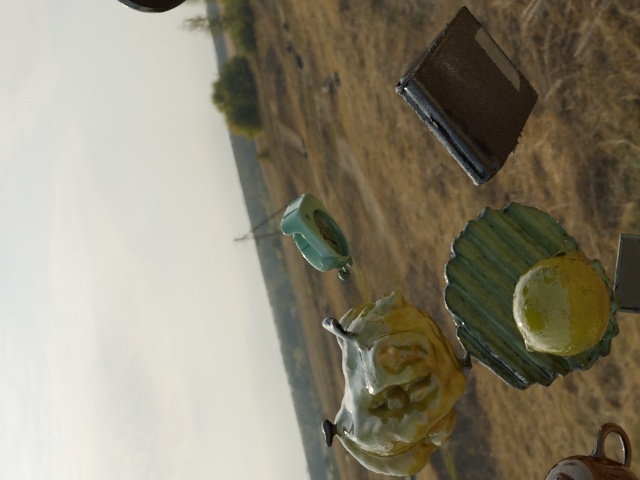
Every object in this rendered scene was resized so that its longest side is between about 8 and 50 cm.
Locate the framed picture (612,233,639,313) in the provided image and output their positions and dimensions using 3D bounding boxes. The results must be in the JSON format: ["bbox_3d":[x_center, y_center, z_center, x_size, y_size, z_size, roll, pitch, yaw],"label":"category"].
[{"bbox_3d":[0.884,0.094,1.946,0.019,0.281,0.208,-20,-63,-81],"label":"framed picture"}]

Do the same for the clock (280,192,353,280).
[{"bbox_3d":[0.001,0.000,1.604,0.188,0.060,0.148,51,-159,-12],"label":"clock"}]

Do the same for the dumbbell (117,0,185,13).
[{"bbox_3d":[-0.363,-0.554,1.451,0.322,0.204,0.203,41,150,49],"label":"dumbbell"}]

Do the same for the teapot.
[{"bbox_3d":[0.290,0.276,0.837,0.173,0.116,0.116,-59,-14,-19],"label":"teapot"}]

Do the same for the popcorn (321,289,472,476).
[{"bbox_3d":[0.142,0.242,1.398,0.316,0.281,0.297,95,164,-48],"label":"popcorn"}]

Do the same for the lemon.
[{"bbox_3d":[0.445,0.117,1.431,0.173,0.174,0.206,-125,44,-82],"label":"lemon"}]

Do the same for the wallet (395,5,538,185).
[{"bbox_3d":[0.253,-0.248,1.309,0.221,0.262,0.071,45,144,-12],"label":"wallet"}]

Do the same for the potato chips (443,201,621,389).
[{"bbox_3d":[0.458,0.133,1.758,0.429,0.358,0.070,45,-169,2],"label":"potato chips"}]
